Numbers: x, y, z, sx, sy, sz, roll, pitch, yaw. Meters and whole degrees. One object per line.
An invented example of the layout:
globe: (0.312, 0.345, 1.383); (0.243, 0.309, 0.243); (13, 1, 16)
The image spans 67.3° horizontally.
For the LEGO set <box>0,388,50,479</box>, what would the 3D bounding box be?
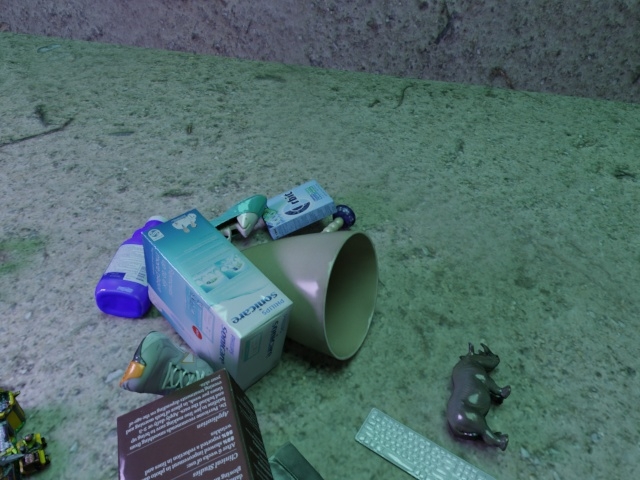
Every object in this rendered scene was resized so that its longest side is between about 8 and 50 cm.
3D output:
LEGO set: (-0.598, 0.321, 0.692); (0.331, 0.192, 0.255); (-13, 42, -21)

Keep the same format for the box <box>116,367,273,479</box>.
box: (-0.152, 0.392, 0.655); (0.191, 0.143, 0.381); (-24, 43, -4)

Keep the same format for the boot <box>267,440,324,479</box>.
boot: (0.014, 0.400, 0.760); (0.189, 0.076, 0.208); (-26, 41, -35)

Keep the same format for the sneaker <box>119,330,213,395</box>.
sneaker: (-0.235, 0.226, 0.815); (0.121, 0.262, 0.099); (22, 77, 9)

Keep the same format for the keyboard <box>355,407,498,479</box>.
keyboard: (0.186, 0.383, 0.831); (0.256, 0.014, 0.072); (24, 43, 23)

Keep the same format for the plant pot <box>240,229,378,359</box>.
plant pot: (-0.052, 0.094, 1.010); (0.273, 0.257, 0.256); (6, 36, 27)

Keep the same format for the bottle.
bottle: (-0.418, 0.050, 1.121); (0.118, 0.092, 0.283); (9, 39, -4)

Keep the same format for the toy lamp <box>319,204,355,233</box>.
toy lamp: (0.000, 0.000, 1.234); (0.080, 0.080, 0.275); (22, 43, 21)

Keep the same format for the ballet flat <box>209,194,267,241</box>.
ballet flat: (-0.231, -0.030, 1.233); (0.247, 0.083, 0.087); (-29, 54, -15)

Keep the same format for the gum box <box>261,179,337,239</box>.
gum box: (-0.068, -0.087, 1.305); (0.184, 0.041, 0.157); (-24, 34, -9)

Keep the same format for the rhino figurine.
rhino figurine: (0.303, 0.282, 0.921); (0.106, 0.073, 0.243); (17, 39, 11)

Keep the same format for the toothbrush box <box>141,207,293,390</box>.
toothbrush box: (-0.205, 0.118, 0.928); (0.295, 0.216, 0.126); (40, 51, 22)
